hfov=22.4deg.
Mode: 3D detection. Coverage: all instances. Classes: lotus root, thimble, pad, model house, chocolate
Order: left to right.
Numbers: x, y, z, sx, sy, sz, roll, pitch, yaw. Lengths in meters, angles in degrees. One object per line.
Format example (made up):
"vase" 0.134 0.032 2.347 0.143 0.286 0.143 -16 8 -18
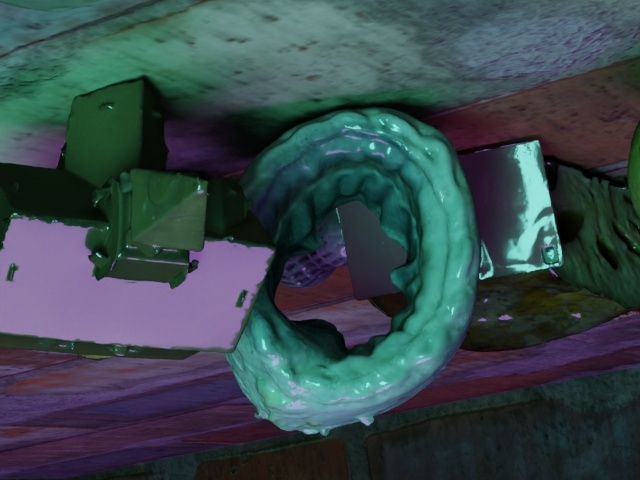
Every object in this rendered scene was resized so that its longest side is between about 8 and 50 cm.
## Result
"model house" -0.116 -0.024 1.046 0.180 0.176 0.248 8 164 -24
"chocolate" 0.000 0.000 1.494 0.072 0.072 0.167 -1 163 -31
"thimble" 0.019 0.027 1.227 0.204 0.250 0.172 25 167 3
"pad" 0.109 -0.017 1.399 0.187 0.113 0.006 -10 -171 14
"lotus root" 0.158 0.028 1.558 0.260 0.149 0.267 -17 162 34

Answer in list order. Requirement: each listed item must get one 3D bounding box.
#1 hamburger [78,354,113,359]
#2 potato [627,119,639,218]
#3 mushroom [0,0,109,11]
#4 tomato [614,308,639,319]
"hamburger" -0.142 0.025 1.353 0.175 0.137 0.175 -9 173 -1
"potato" 0.365 -0.054 1.242 0.307 0.173 0.210 0 175 -38
"mushroom" -0.160 -0.170 0.506 0.177 0.126 0.397 -2 172 11
"tomato" 0.235 0.044 1.779 0.236 0.095 0.237 -4 174 0
